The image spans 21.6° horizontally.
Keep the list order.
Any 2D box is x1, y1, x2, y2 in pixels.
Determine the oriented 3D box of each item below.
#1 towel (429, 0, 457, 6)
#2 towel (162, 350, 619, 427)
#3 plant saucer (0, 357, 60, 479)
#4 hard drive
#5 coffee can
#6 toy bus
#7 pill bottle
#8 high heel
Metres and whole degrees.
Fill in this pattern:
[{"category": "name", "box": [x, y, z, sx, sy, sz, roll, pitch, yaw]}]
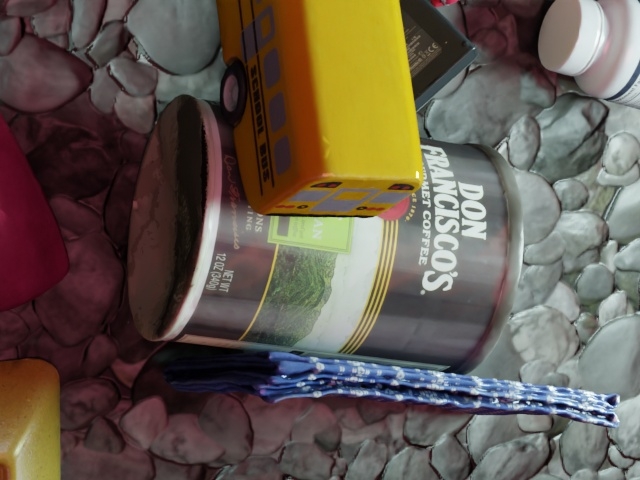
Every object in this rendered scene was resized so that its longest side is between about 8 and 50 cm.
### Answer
[{"category": "towel", "box": [0.196, -0.334, 1.433, 0.274, 0.031, 0.199, -23, 115, -10]}, {"category": "towel", "box": [0.055, 0.134, 1.440, 0.336, 0.243, 0.040, 9, 82, -24]}, {"category": "plant saucer", "box": [-0.379, 0.280, 1.425, 0.332, 0.081, 0.333, -4, 111, -19]}, {"category": "hard drive", "box": [0.051, -0.170, 1.394, 0.094, 0.135, 0.022, -42, 159, -1]}, {"category": "coffee can", "box": [0.000, 0.000, 1.389, 0.275, 0.201, 0.202, 8, 106, -22]}, {"category": "toy bus", "box": [-0.012, -0.183, 1.270, 0.108, 0.130, 0.333, 0, 73, -26]}, {"category": "pill bottle", "box": [0.283, -0.165, 1.491, 0.169, 0.094, 0.094, 13, 105, -23]}, {"category": "high heel", "box": [-0.283, -0.126, 1.319, 0.181, 0.127, 0.377, -13, 112, -47]}]
